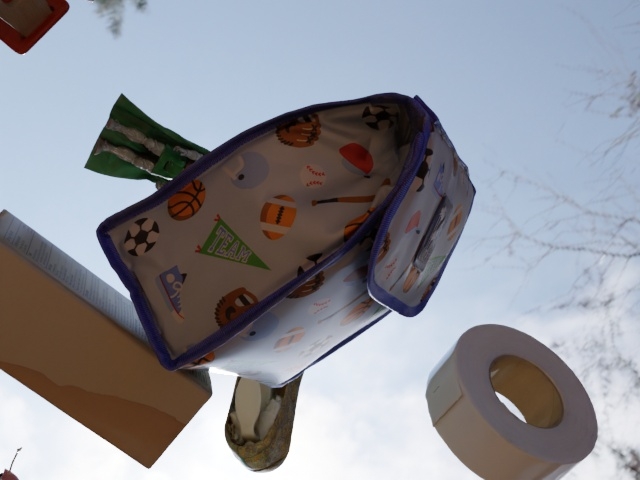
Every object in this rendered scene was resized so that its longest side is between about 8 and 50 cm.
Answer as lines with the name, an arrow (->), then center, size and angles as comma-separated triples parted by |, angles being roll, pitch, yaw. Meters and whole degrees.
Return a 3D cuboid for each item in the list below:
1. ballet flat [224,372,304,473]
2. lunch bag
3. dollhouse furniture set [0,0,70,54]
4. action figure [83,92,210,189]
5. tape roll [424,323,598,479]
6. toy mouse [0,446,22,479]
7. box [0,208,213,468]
ballet flat -> -0.083, 0.187, 1.575 | 0.123, 0.348, 0.123 | 7, -22, 3
lunch bag -> 0.000, 0.000, 1.185 | 0.386, 0.328, 0.238 | -34, -109, 7
dollhouse furniture set -> -0.397, -0.306, 1.179 | 0.259, 0.262, 0.135 | 39, -9, 27
action figure -> -0.236, -0.121, 1.574 | 0.232, 0.063, 0.137 | 23, -66, -23
tape roll -> 0.319, 0.278, 1.678 | 0.286, 0.286, 0.100 | 42, -52, 10
toy mouse -> -0.367, 0.315, 1.119 | 0.031, 0.161, 0.143 | 25, -47, -11
box -> -0.285, 0.112, 1.163 | 0.311, 0.148, 0.121 | 39, -86, -16
